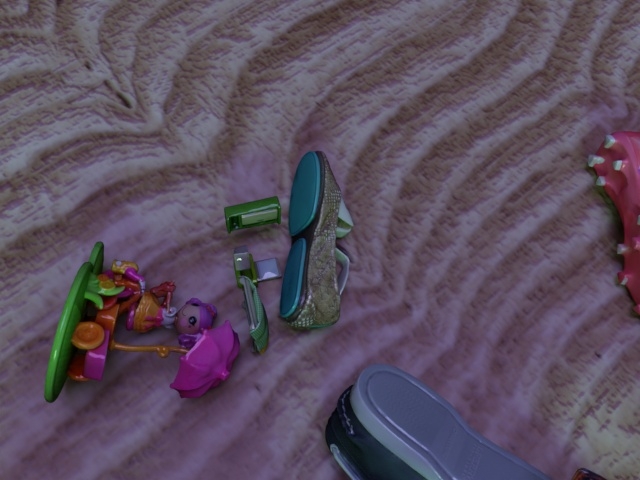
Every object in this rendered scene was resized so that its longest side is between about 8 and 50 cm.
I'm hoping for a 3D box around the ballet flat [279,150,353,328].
[{"bbox_3d":[0.000,0.000,0.688,0.067,0.073,0.206,20,63,-26],"label":"ballet flat"}]

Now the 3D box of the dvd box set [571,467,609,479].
[{"bbox_3d":[0.189,0.318,0.296,0.307,0.062,0.420,23,33,34],"label":"dvd box set"}]

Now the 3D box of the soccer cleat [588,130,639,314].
[{"bbox_3d":[0.379,-0.018,0.714,0.095,0.083,0.248,0,60,-10],"label":"soccer cleat"}]

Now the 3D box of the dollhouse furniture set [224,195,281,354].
[{"bbox_3d":[-0.056,0.034,0.651,0.058,0.076,0.152,-11,64,-9],"label":"dollhouse furniture set"}]

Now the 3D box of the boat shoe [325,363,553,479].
[{"bbox_3d":[0.135,0.237,0.560,0.302,0.091,0.114,43,36,18],"label":"boat shoe"}]

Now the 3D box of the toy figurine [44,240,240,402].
[{"bbox_3d":[-0.157,0.086,0.616,0.159,0.130,0.173,14,37,-13],"label":"toy figurine"}]
